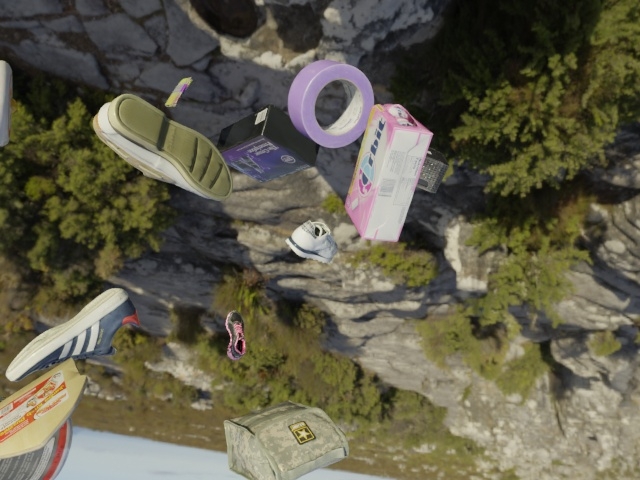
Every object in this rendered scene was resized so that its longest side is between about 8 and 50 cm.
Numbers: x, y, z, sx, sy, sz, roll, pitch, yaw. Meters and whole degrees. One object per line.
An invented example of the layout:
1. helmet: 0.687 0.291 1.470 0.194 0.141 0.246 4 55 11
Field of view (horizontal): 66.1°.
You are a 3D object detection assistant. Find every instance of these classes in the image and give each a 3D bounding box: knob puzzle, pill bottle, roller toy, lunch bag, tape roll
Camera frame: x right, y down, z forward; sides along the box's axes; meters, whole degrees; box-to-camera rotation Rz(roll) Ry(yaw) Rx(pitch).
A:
1. knob puzzle: -0.493 0.307 0.861 0.213 0.213 0.030 -6 122 25
2. pill bottle: -0.798 0.468 1.140 0.210 0.210 0.363 -11 154 33
3. roller toy: -0.755 -0.311 1.088 0.146 0.209 0.191 3 146 -30
4. lunch bag: -0.093 0.551 1.333 0.235 0.169 0.287 -6 180 -38
5. tape roll: 0.025 -0.317 1.146 0.189 0.189 0.080 29 -171 -37

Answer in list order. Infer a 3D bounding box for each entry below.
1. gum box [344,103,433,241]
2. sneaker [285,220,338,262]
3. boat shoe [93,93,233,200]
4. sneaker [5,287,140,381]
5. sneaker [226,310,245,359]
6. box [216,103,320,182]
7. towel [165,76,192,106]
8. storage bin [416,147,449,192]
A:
1. gum box: 0.099 -0.107 0.753 0.062 0.107 0.188 5 120 -17
2. sneaker: 0.000 0.000 1.389 0.090 0.095 0.235 42 -166 22
3. boat shoe: -0.307 -0.175 0.994 0.103 0.113 0.302 -9 146 36
4. sneaker: -0.651 0.285 1.337 0.131 0.350 0.148 10 131 55
5. sneaker: -0.201 0.229 1.203 0.047 0.119 0.057 1 163 -30
6. box: -0.153 -0.263 1.389 0.184 0.103 0.261 23 161 -36
7. towel: -0.346 -0.360 1.199 0.060 0.083 0.009 12 160 48
8. storage bin: 0.271 -0.208 1.347 0.122 0.180 0.084 21 113 -2
